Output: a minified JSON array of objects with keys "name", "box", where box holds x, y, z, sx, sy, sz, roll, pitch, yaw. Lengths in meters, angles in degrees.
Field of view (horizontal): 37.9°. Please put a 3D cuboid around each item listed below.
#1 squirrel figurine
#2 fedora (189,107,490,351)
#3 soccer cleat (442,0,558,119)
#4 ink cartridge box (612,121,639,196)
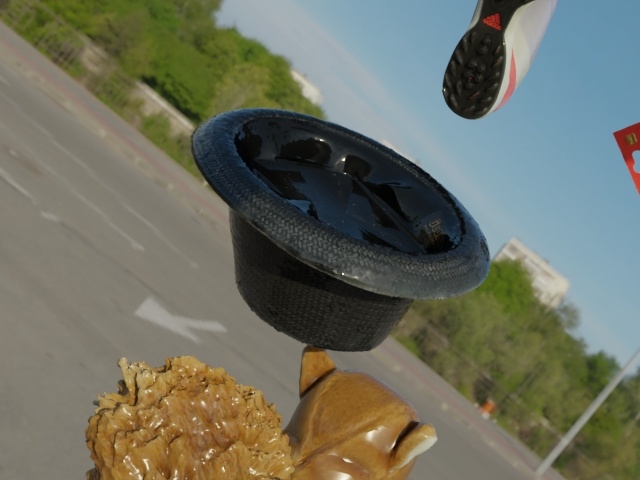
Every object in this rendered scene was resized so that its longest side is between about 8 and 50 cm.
[{"name":"squirrel figurine","box":[-0.060,0.270,0.907,0.281,0.370,0.397,35,-9,43]},{"name":"fedora","box":[0.000,0.000,0.932,0.334,0.153,0.334,18,25,-9]},{"name":"soccer cleat","box":[0.262,-0.310,1.225,0.108,0.318,0.116,33,31,21]},{"name":"ink cartridge box","box":[0.700,-0.168,1.773,0.181,0.224,0.056,61,20,-16]}]
